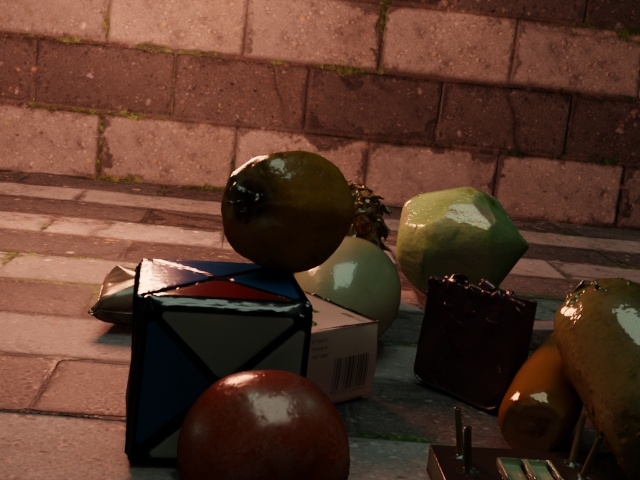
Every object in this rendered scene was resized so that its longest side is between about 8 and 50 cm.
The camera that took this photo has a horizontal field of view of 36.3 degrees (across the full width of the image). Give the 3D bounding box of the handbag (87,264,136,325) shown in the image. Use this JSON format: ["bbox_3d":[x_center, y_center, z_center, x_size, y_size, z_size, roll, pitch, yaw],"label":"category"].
[{"bbox_3d":[-0.320,0.115,1.953,0.270,0.117,0.182,4,25,-10],"label":"handbag"}]

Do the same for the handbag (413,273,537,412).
[{"bbox_3d":[0.273,0.175,1.730,0.203,0.216,0.074,15,10,41],"label":"handbag"}]

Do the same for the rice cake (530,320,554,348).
[{"bbox_3d":[0.538,0.203,2.125,0.365,0.056,0.072,2,14,-18],"label":"rice cake"}]

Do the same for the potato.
[{"bbox_3d":[0.495,0.211,1.435,0.269,0.219,0.359,21,33,-39],"label":"potato"}]

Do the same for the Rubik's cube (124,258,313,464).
[{"bbox_3d":[-0.157,0.173,1.430,0.246,0.250,0.248,4,14,-10],"label":"Rubik's cube"}]

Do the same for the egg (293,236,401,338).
[{"bbox_3d":[0.045,0.110,1.915,0.218,0.218,0.295,9,19,12],"label":"egg"}]

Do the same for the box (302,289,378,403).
[{"bbox_3d":[-0.074,0.171,1.731,0.173,0.145,0.333,-2,15,-42],"label":"box"}]

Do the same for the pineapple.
[{"bbox_3d":[0.001,0.000,2.266,0.352,0.300,0.352,12,13,-3],"label":"pineapple"}]

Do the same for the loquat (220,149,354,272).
[{"bbox_3d":[-0.052,-0.047,1.471,0.234,0.187,0.176,8,15,-47],"label":"loquat"}]

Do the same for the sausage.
[{"bbox_3d":[0.388,0.229,1.619,0.116,0.134,0.354,29,29,14],"label":"sausage"}]

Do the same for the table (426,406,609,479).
[{"bbox_3d":[0.281,0.303,1.360,0.240,0.111,0.121,5,12,-6],"label":"table"}]

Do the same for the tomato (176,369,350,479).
[{"bbox_3d":[-0.070,0.253,1.176,0.208,0.208,0.184,0,32,-28],"label":"tomato"}]

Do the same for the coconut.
[{"bbox_3d":[0.353,0.007,2.425,0.328,0.281,0.328,4,9,-1],"label":"coconut"}]
